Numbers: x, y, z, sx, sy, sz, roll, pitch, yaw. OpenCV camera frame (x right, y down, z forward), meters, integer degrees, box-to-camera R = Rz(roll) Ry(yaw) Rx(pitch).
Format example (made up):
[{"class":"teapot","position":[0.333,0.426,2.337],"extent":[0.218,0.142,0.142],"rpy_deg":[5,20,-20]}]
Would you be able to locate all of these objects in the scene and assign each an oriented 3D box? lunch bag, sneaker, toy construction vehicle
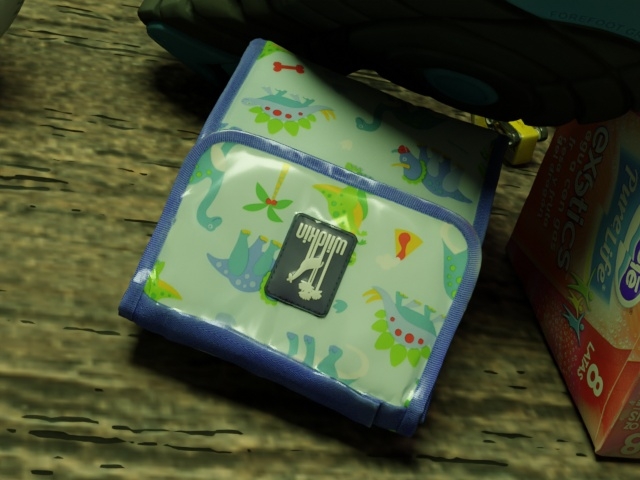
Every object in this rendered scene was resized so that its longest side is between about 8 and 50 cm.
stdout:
[{"class":"lunch bag","position":[0.000,0.000,0.514],"extent":[0.128,0.096,0.151],"rpy_deg":[22,48,2]},{"class":"sneaker","position":[0.040,-0.140,0.550],"extent":[0.340,0.140,0.125],"rpy_deg":[14,-15,48]},{"class":"toy construction vehicle","position":[0.123,-0.082,0.735],"extent":[0.085,0.035,0.098],"rpy_deg":[-15,42,-23]}]

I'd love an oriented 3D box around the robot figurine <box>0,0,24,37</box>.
[{"class":"robot figurine","position":[-0.246,-0.120,0.499],"extent":[0.173,0.209,0.278],"rpy_deg":[14,31,25]}]

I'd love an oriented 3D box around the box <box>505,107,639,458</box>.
[{"class":"box","position":[0.262,0.011,0.564],"extent":[0.299,0.142,0.154],"rpy_deg":[6,36,-16]}]
